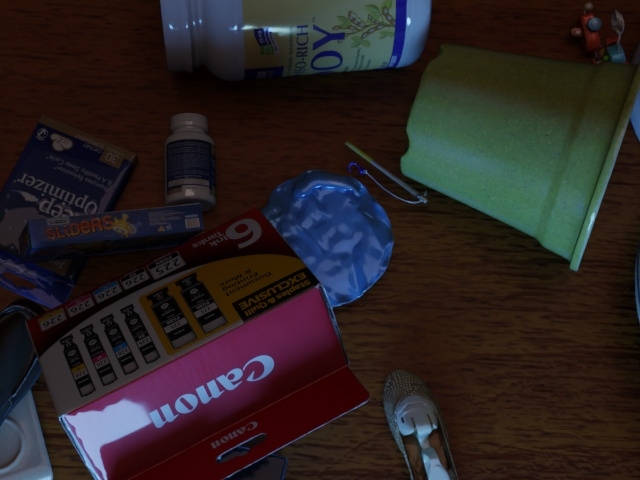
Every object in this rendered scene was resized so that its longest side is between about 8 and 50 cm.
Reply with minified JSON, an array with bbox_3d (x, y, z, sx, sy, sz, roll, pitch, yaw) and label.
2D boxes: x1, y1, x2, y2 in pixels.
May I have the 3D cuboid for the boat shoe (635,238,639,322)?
[{"bbox_3d":[0.493,0.173,1.375,0.187,0.156,0.500,-6,62,-1],"label":"boat shoe"}]

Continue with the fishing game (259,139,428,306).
[{"bbox_3d":[0.000,0.000,1.441,0.189,0.041,0.264,33,79,13],"label":"fishing game"}]

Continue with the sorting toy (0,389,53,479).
[{"bbox_3d":[-0.440,0.223,1.340,0.193,0.038,0.208,-16,80,-9],"label":"sorting toy"}]

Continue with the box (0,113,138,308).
[{"bbox_3d":[-0.344,-0.037,1.424,0.136,0.036,0.225,23,74,2],"label":"box"}]

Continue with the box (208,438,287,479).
[{"bbox_3d":[-0.098,0.321,1.271,0.093,0.158,0.156,13,73,0],"label":"box"}]

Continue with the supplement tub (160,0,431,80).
[{"bbox_3d":[-0.041,-0.331,1.430,0.331,0.241,0.241,-6,74,-6],"label":"supplement tub"}]

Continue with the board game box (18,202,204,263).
[{"bbox_3d":[-0.255,-0.007,1.341,0.201,0.136,0.035,-7,83,-21],"label":"board game box"}]

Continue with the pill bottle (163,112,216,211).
[{"bbox_3d":[-0.170,-0.101,1.440,0.067,0.067,0.120,-1,74,-5],"label":"pill bottle"}]

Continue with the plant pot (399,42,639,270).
[{"bbox_3d":[0.247,-0.132,1.402,0.254,0.276,0.276,20,72,13],"label":"plant pot"}]

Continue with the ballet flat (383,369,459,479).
[{"bbox_3d":[0.131,0.252,1.359,0.073,0.067,0.206,-17,75,-9],"label":"ballet flat"}]

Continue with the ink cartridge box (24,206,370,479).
[{"bbox_3d":[-0.140,0.131,1.241,0.309,0.130,0.272,-27,35,-11],"label":"ink cartridge box"}]

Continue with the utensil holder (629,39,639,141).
[{"bbox_3d":[0.605,-0.250,1.385,0.328,0.385,0.327,2,73,-5],"label":"utensil holder"}]

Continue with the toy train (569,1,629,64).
[{"bbox_3d":[0.371,-0.259,1.501,0.046,0.166,0.125,-14,99,2],"label":"toy train"}]

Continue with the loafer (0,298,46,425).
[{"bbox_3d":[-0.384,0.169,1.297,0.080,0.078,0.220,25,76,-1],"label":"loafer"}]
